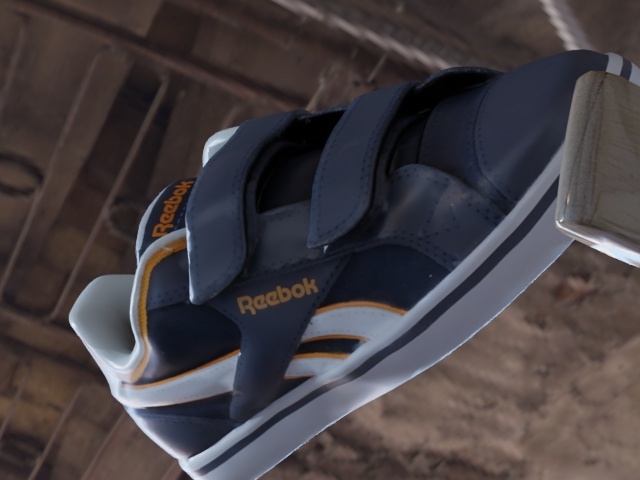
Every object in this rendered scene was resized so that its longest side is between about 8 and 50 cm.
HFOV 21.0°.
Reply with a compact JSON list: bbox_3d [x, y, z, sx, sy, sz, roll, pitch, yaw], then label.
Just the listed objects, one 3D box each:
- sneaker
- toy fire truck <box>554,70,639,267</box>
[{"bbox_3d":[0.000,0.000,0.770,0.127,0.321,0.126,42,-143,-11],"label":"sneaker"},{"bbox_3d":[0.179,0.060,0.459,0.246,0.158,0.217,8,-124,9],"label":"toy fire truck"}]
